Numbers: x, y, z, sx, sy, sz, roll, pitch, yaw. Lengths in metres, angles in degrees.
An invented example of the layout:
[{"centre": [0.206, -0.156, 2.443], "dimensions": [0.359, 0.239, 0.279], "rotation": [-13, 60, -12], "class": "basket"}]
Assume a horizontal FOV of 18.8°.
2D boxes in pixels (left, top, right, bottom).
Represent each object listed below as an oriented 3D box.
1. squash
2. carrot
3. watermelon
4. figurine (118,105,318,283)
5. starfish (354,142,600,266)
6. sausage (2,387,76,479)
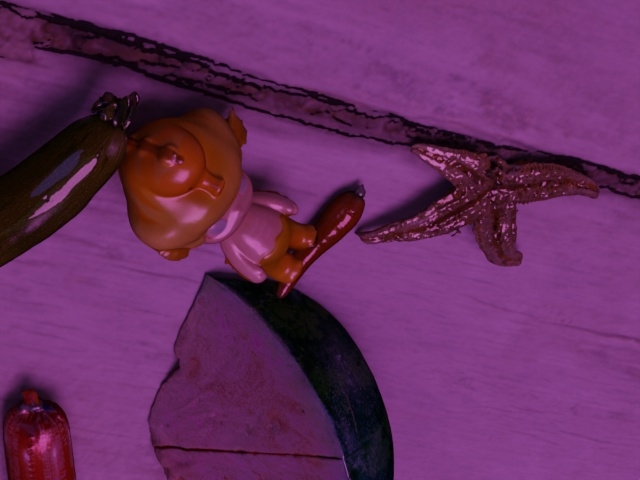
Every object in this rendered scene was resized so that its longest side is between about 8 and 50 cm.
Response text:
[{"centre": [-0.279, -0.023, 1.732], "dimensions": [0.318, 0.080, 0.071], "rotation": [-34, 103, 18], "class": "squash"}, {"centre": [0.000, 0.000, 1.939], "dimensions": [0.035, 0.035, 0.142], "rotation": [33, 101, -40], "class": "carrot"}, {"centre": [-0.008, 0.205, 2.045], "dimensions": [0.222, 0.319, 0.292], "rotation": [-26, 153, -54], "class": "watermelon"}, {"centre": [-0.102, -0.040, 1.809], "dimensions": [0.246, 0.131, 0.156], "rotation": [39, 70, -40], "class": "figurine"}, {"centre": [0.173, -0.029, 1.993], "dimensions": [0.247, 0.050, 0.138], "rotation": [11, 123, -28], "class": "starfish"}, {"centre": [-0.289, 0.259, 2.001], "dimensions": [0.074, 0.074, 0.274], "rotation": [-12, 132, -16], "class": "sausage"}]
